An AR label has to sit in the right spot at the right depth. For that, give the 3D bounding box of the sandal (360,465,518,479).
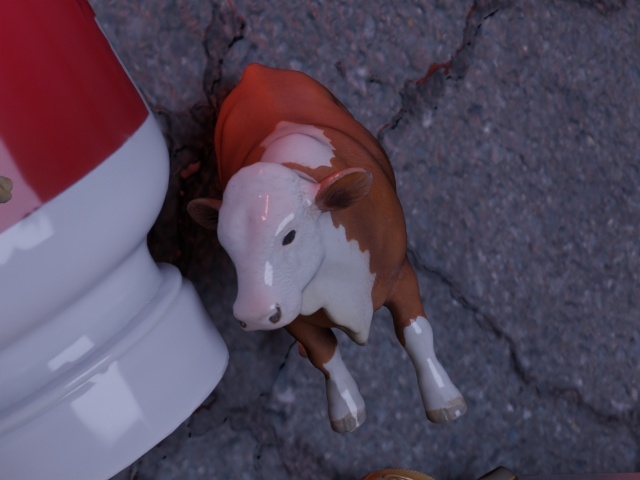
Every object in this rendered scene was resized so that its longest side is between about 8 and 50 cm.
[{"bbox_3d":[0.050,0.164,1.124,0.180,0.072,0.049,-14,76,-40],"label":"sandal"}]

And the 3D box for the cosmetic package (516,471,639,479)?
[{"bbox_3d":[0.309,0.371,1.126,0.327,0.329,0.393,23,69,-33],"label":"cosmetic package"}]

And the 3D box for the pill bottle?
[{"bbox_3d":[-0.216,-0.071,0.844,0.229,0.229,0.407,-40,108,-35],"label":"pill bottle"}]

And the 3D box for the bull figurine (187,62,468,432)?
[{"bbox_3d":[0.000,0.000,0.992,0.101,0.310,0.188,-20,113,5],"label":"bull figurine"}]

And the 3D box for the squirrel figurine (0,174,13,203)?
[{"bbox_3d":[-0.306,-0.055,0.581,0.397,0.281,0.370,24,84,-51],"label":"squirrel figurine"}]
